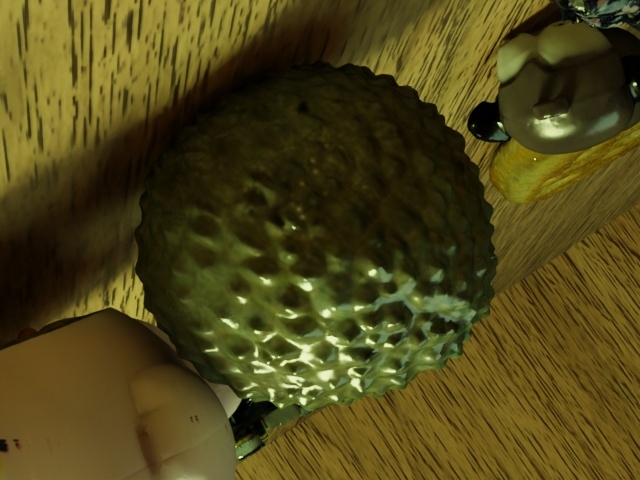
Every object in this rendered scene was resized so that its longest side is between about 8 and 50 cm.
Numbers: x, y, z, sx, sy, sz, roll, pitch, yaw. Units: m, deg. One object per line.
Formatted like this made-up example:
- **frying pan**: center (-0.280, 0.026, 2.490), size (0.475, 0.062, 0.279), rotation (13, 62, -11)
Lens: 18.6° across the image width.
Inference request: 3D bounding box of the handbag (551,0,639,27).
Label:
- **handbag**: center (0.247, -0.237, 1.389), size (0.228, 0.127, 0.208), rotation (-46, 167, 15)

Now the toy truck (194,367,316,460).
- **toy truck**: center (-0.089, 0.180, 2.328), size (0.272, 0.124, 0.157), rotation (-30, 180, -44)

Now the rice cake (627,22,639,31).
- **rice cake**: center (0.341, -0.244, 1.724), size (0.050, 0.106, 0.298), rotation (-42, 173, -16)

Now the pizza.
- **pizza**: center (0.272, -0.113, 2.203), size (0.258, 0.087, 0.268), rotation (-35, 170, 28)

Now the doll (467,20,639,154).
- **doll**: center (0.240, -0.144, 1.805), size (0.182, 0.117, 0.257), rotation (-17, 180, 24)

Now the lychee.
- **lychee**: center (0.000, 0.000, 1.377), size (0.255, 0.274, 0.255), rotation (-39, 145, -35)

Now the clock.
- **clock**: center (-0.216, 0.200, 1.448), size (0.368, 0.250, 0.377), rotation (-20, -178, 18)
